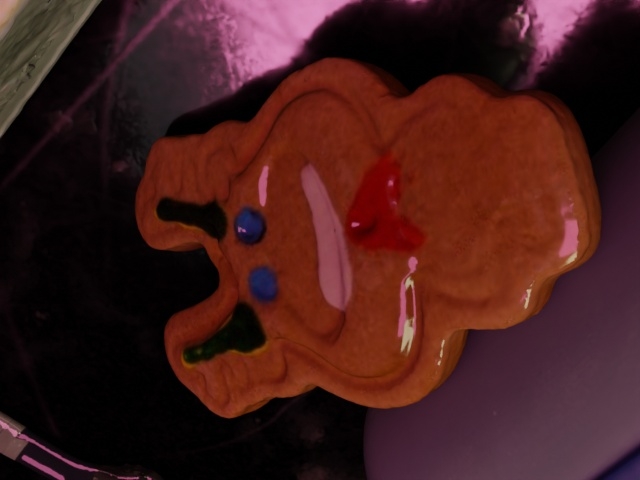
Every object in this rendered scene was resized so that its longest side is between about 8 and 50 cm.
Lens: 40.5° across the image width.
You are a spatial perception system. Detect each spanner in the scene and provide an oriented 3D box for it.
[{"bbox_3d":[-0.263,0.170,0.755,0.316,0.024,0.087,34,116,-8],"label":"spanner"}]

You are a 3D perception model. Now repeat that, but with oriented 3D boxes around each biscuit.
[{"bbox_3d":[0.000,0.000,0.511,0.334,0.047,0.201,-14,86,41],"label":"biscuit"}]

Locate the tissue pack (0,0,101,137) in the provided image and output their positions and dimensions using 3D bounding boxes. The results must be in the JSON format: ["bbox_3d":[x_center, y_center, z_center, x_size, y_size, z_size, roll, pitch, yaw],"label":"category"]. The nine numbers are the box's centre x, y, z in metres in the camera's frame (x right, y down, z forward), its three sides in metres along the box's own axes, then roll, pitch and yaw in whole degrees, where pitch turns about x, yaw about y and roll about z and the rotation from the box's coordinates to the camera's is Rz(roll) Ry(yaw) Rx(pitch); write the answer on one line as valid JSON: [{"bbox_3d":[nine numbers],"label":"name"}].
[{"bbox_3d":[-0.360,-0.182,0.484,0.405,0.205,0.332,40,112,-13],"label":"tissue pack"}]

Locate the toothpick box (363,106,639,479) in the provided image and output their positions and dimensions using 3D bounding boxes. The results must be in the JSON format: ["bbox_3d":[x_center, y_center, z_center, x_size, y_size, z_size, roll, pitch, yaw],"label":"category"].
[{"bbox_3d":[0.173,0.107,0.516,0.263,0.263,0.354,36,118,-10],"label":"toothpick box"}]
